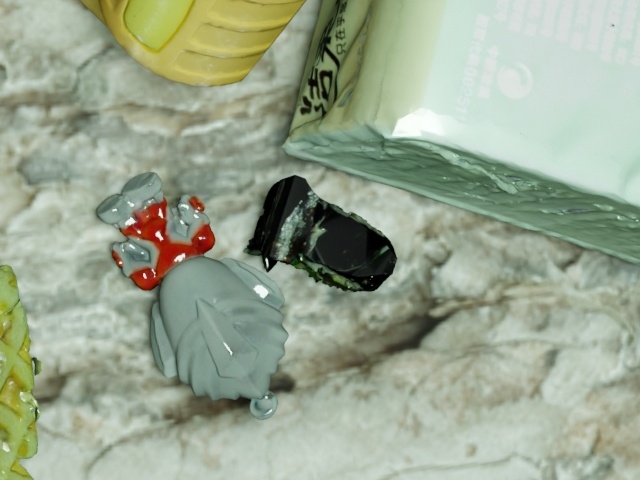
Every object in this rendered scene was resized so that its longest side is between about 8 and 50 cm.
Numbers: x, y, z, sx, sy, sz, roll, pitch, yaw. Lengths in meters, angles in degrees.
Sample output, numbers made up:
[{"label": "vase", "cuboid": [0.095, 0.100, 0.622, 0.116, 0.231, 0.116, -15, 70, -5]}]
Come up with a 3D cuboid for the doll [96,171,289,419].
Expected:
[{"label": "doll", "cuboid": [-0.078, 0.037, 1.042, 0.094, 0.079, 0.180, -34, 83, -2]}]

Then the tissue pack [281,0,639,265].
[{"label": "tissue pack", "cuboid": [0.191, -0.207, 1.072, 0.331, 0.205, 0.405, 17, 80, -19]}]

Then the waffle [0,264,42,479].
[{"label": "waffle", "cuboid": [-0.274, 0.087, 0.982, 0.207, 0.054, 0.214, -10, 87, -14]}]

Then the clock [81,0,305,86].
[{"label": "clock", "cuboid": [-0.126, -0.253, 0.969, 0.317, 0.244, 0.200, 33, 57, -8]}]

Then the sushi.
[{"label": "sushi", "cuboid": [0.000, 0.000, 1.060, 0.083, 0.084, 0.056, 19, 82, -15]}]
